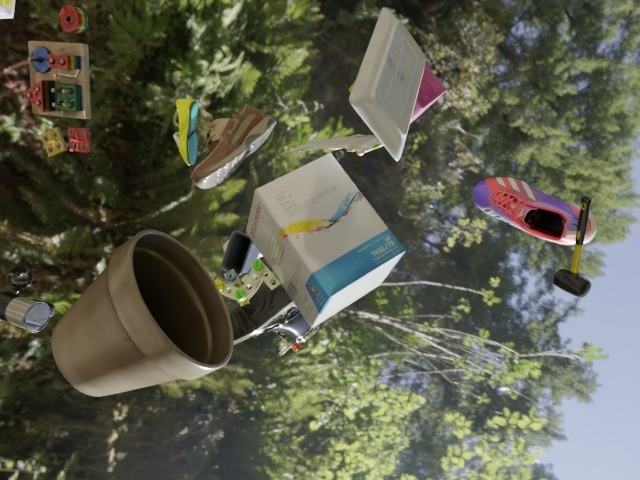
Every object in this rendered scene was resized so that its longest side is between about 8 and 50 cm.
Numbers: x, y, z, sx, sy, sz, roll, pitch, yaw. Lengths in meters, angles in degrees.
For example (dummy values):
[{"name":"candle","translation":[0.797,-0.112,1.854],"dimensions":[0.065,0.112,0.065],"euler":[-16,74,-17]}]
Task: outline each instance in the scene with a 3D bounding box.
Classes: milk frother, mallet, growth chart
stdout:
[{"name":"milk frother","translation":[-0.802,0.156,1.679],"dimensions":[0.135,0.129,0.143],"euler":[12,-63,24]},{"name":"mallet","translation":[0.460,0.010,1.121],"dimensions":[0.062,0.039,0.189],"euler":[23,-57,55]},{"name":"growth chart","translation":[0.051,-0.213,1.355],"dimensions":[0.237,0.172,0.021],"euler":[7,-68,43]}]

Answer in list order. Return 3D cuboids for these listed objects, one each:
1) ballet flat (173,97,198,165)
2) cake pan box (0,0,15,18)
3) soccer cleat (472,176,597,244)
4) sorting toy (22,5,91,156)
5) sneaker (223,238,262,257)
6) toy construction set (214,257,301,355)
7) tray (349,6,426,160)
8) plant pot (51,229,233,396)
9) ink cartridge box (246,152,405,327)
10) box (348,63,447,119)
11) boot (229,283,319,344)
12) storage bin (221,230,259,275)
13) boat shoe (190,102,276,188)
[{"name":"ballet flat","translation":[-0.439,-0.356,2.005],"dimensions":[0.077,0.077,0.231],"euler":[-63,166,-53]},{"name":"cake pan box","translation":[-0.787,-0.610,1.361],"dimensions":[0.267,0.070,0.245],"euler":[2,-95,20]},{"name":"soccer cleat","translation":[0.464,-0.074,1.417],"dimensions":[0.318,0.116,0.108],"euler":[31,-65,44]},{"name":"sorting toy","translation":[-0.486,-0.283,1.124],"dimensions":[0.132,0.046,0.274],"euler":[10,-73,21]},{"name":"sneaker","translation":[-0.273,0.041,2.270],"dimensions":[0.115,0.232,0.090],"euler":[-32,-112,37]},{"name":"toy construction set","translation":[-0.141,0.185,1.834],"dimensions":[0.215,0.327,0.151],"euler":[-42,-171,-9]},{"name":"tray","translation":[0.130,-0.279,1.064],"dimensions":[0.030,0.145,0.270],"euler":[-17,-138,39]},{"name":"plant pot","translation":[-0.389,0.182,1.299],"dimensions":[0.280,0.323,0.323],"euler":[-31,-129,15]},{"name":"ink cartridge box","translation":[0.000,0.000,1.308],"dimensions":[0.270,0.197,0.198],"euler":[54,-24,14]},{"name":"box","translation":[0.232,-0.466,1.913],"dimensions":[0.117,0.213,0.243],"euler":[-39,-179,-22]},{"name":"boot","translation":[-0.119,0.215,1.519],"dimensions":[0.236,0.178,0.085],"euler":[-32,-131,-5]},{"name":"storage bin","translation":[-0.253,0.043,2.006],"dimensions":[0.098,0.091,0.135],"euler":[22,-85,27]},{"name":"boat shoe","translation":[-0.239,-0.246,1.570],"dimensions":[0.123,0.116,0.324],"euler":[-46,-175,44]}]
